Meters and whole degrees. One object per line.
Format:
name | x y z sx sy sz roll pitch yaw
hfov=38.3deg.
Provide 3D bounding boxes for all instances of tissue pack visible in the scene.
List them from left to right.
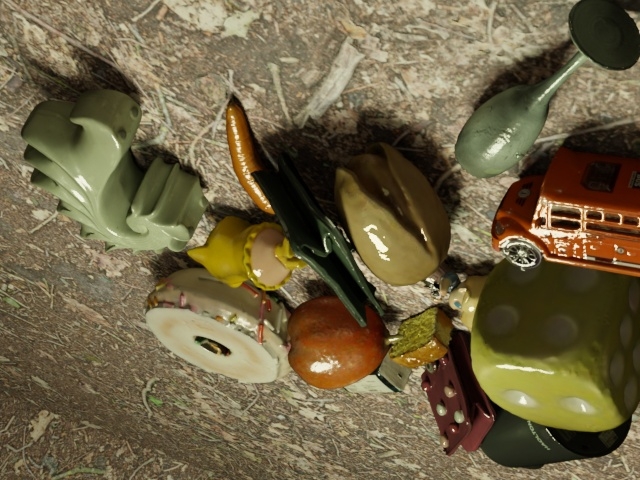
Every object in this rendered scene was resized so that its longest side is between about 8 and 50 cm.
tissue pack | 0.110 0.295 2.107 0.170 0.090 0.103 -10 137 43

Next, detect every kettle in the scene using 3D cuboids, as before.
kettle | 0.418 0.335 1.832 0.262 0.203 0.308 26 154 -8

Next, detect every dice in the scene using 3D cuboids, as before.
dice | 0.395 0.158 1.506 0.233 0.238 0.227 1 145 35

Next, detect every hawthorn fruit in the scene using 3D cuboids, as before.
hawthorn fruit | 0.055 0.206 1.918 0.251 0.199 0.199 -8 141 20

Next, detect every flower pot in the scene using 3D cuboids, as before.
flower pot | -0.389 -0.124 1.711 0.254 0.164 0.367 -1 143 29

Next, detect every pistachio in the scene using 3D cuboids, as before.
pistachio | 0.118 -0.029 1.489 0.181 0.162 0.293 40 171 45

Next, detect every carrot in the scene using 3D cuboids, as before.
carrot | -0.125 -0.138 1.601 0.066 0.062 0.271 43 167 46

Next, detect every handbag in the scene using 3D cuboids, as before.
handbag | 0.001 -0.002 1.559 0.260 0.079 0.247 52 -176 -42
handbag | 0.275 0.318 1.903 0.074 0.216 0.203 -10 150 -15

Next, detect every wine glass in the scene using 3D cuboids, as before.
wine glass | 0.266 -0.104 1.144 0.096 0.264 0.309 14 154 -15

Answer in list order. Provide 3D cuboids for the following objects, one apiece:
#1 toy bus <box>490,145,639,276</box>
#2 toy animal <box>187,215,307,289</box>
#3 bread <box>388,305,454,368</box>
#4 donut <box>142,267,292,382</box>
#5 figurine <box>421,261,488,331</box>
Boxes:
toy bus | 0.405 -0.038 1.282 0.329 0.143 0.153 11 139 26
toy animal | -0.133 0.031 1.802 0.230 0.156 0.156 -6 139 38
bread | 0.208 0.199 1.858 0.065 0.103 0.187 30 149 -10
donut | -0.224 0.192 2.132 0.383 0.142 0.382 18 151 10
figurine | 0.248 0.093 1.657 0.196 0.108 0.114 25 148 11
